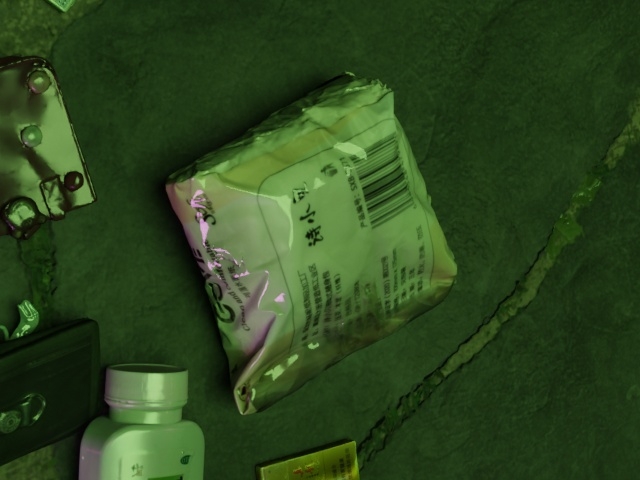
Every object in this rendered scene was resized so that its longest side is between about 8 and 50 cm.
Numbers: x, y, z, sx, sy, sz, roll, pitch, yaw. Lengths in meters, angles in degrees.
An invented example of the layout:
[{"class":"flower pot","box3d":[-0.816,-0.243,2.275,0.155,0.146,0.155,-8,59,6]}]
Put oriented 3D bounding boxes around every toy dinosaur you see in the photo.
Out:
[{"class":"toy dinosaur","box3d":[-0.384,0.170,1.684,0.106,0.044,0.187,-18,106,-31]}]

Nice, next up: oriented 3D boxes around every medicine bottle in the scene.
[{"class":"medicine bottle","box3d":[-0.228,0.309,1.741,0.161,0.111,0.296,4,89,-41]}]

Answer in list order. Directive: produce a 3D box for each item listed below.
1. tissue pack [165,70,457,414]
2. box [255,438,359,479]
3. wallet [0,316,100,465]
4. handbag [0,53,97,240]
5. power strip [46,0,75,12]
[{"class":"tissue pack","box3d":[0.000,0.000,1.814,0.390,0.195,0.375,-28,113,-26]},{"class":"box","box3d":[-0.015,0.341,1.919,0.156,0.022,0.089,-10,97,-30]},{"class":"wallet","box3d":[-0.369,0.195,1.652,0.245,0.052,0.168,-19,122,-40]},{"class":"handbag","box3d":[-0.394,-0.102,1.643,0.203,0.074,0.216,-24,104,-27]},{"class":"power strip","box3d":[-0.342,-0.323,1.694,0.090,0.016,0.040,36,75,-27]}]
